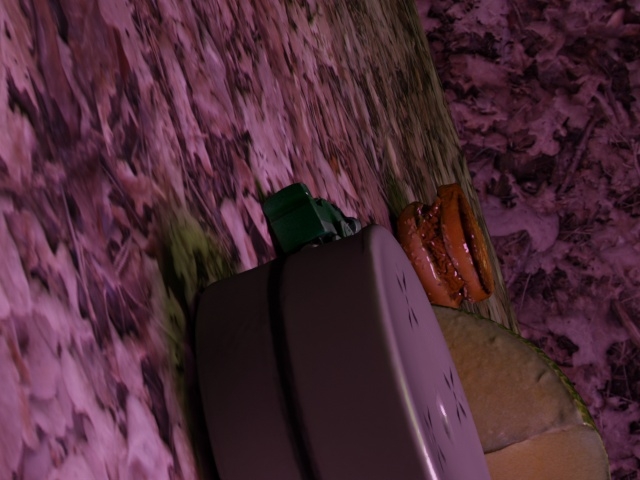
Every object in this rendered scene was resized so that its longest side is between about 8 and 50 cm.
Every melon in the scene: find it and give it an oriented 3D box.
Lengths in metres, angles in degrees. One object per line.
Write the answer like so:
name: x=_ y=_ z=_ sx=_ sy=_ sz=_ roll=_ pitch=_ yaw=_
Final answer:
melon: x=0.180 y=0.260 z=1.998 sx=0.226 sy=0.331 sz=0.343 roll=-58 pitch=150 yaw=-26

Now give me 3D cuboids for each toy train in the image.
toy train: x=0.000 y=0.000 z=1.779 sx=0.105 sy=0.071 sz=0.178 roll=62 pitch=11 yaw=9

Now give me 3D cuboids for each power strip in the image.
power strip: x=0.028 y=0.160 z=1.404 sx=0.357 sy=0.161 sz=0.357 roll=-19 pitch=90 yaw=-80

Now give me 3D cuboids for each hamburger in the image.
hamburger: x=0.183 y=0.011 z=2.527 sx=0.191 sy=0.118 sz=0.182 roll=-62 pitch=136 yaw=-71
